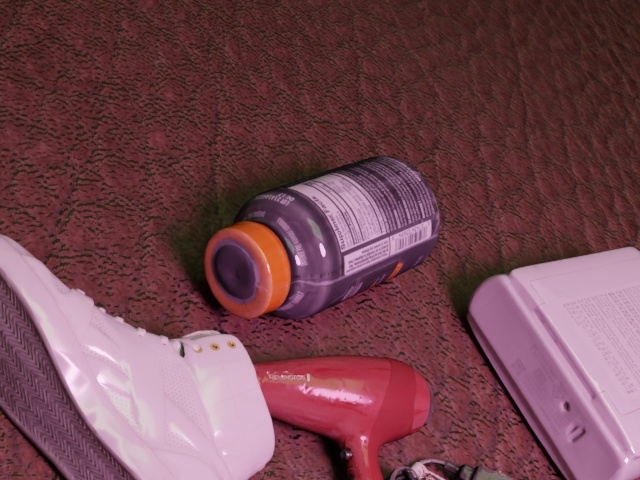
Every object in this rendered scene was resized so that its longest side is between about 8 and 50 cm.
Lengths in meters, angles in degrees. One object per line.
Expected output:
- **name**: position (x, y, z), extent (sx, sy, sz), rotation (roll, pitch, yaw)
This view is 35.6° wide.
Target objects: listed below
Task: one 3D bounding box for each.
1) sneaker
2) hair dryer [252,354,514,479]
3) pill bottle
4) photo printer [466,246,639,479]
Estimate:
- **sneaker**: position (-0.161, 0.097, 0.808), extent (0.292, 0.108, 0.169), rotation (53, 39, 3)
- **hair dryer**: position (0.046, 0.197, 0.877), extent (0.293, 0.080, 0.223), rotation (40, 40, 2)
- **pill bottle**: position (0.000, 0.000, 0.991), extent (0.246, 0.130, 0.130), rotation (-21, 67, -46)
- **photo printer**: position (0.341, 0.132, 1.136), extent (0.308, 0.107, 0.256), rotation (-8, 58, -42)
